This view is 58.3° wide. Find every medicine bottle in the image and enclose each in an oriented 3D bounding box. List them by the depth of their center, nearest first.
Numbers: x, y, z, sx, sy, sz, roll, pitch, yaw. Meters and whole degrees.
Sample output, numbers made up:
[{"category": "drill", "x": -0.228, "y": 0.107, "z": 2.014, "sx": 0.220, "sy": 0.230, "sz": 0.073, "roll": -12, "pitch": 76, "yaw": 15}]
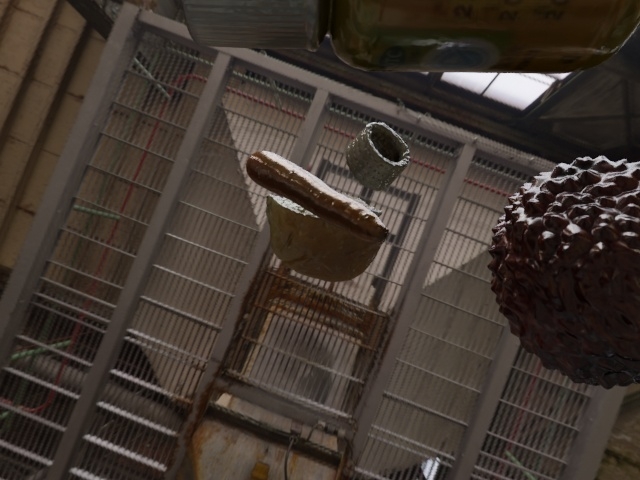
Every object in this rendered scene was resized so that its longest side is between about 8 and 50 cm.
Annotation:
[{"category": "medicine bottle", "x": 0.076, "y": -0.267, "z": 0.515, "sx": 0.384, "sy": 0.224, "sz": 0.224, "roll": 1, "pitch": -93, "yaw": -2}]

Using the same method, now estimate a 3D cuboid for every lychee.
[{"category": "lychee", "x": 0.543, "y": 0.074, "z": 1.044, "sx": 0.424, "sy": 0.424, "sz": 0.500, "roll": -41, "pitch": -116, "yaw": -1}]

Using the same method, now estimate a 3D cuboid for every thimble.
[{"category": "thimble", "x": 0.111, "y": -0.164, "z": 1.134, "sx": 0.102, "sy": 0.090, "sz": 0.115, "roll": -2, "pitch": -119, "yaw": -34}]

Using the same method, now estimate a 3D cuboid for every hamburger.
[{"category": "hamburger", "x": 0.000, "y": 0.000, "z": 0.941, "sx": 0.135, "sy": 0.207, "sz": 0.155, "roll": 32, "pitch": -74, "yaw": 33}]

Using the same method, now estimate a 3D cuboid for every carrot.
[{"category": "carrot", "x": -0.012, "y": -0.051, "z": 0.619, "sx": 0.248, "sy": 0.043, "sz": 0.043, "roll": 33, "pitch": -93, "yaw": 46}]
